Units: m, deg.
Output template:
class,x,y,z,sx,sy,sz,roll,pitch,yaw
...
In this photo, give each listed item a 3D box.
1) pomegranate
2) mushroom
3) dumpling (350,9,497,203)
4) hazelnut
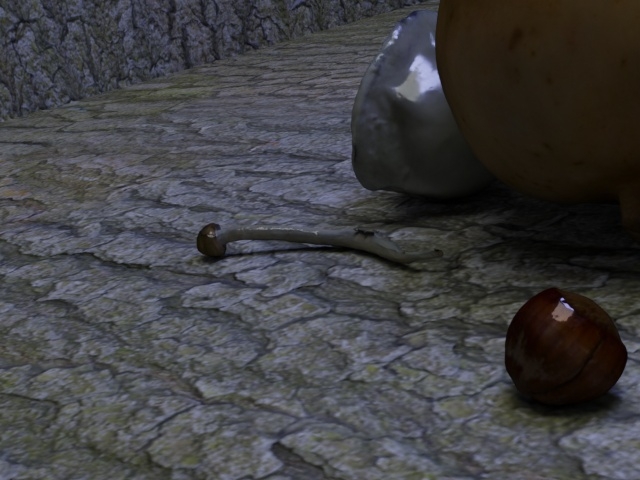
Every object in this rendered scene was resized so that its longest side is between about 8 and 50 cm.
class,x,y,z,sx,sy,sz,roll,pitch,yaw
pomegranate,0.305,-0.189,0.991,0.412,0.411,0.411,-9,18,3
mushroom,0.001,0.002,1.107,0.306,0.043,0.068,2,39,29
dumpling,0.143,-0.161,1.234,0.175,0.226,0.243,-12,6,23
hazelnut,0.168,0.076,0.733,0.086,0.086,0.086,-9,18,3
